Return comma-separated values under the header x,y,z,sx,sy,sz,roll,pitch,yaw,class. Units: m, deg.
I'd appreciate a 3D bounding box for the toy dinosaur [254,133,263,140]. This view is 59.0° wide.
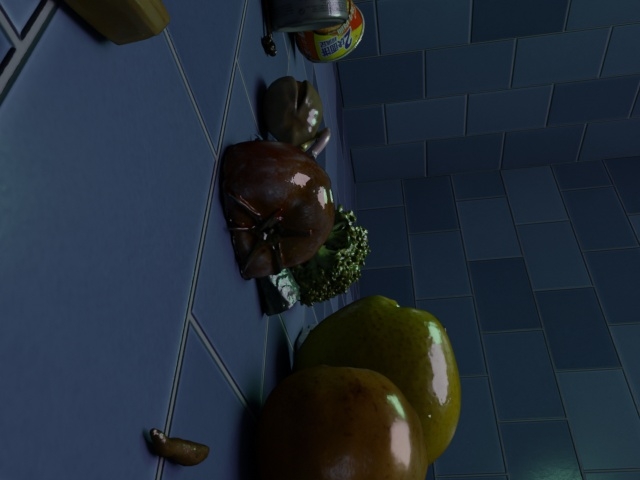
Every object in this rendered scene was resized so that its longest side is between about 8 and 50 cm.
x,y,z,sx,sy,sz,roll,pitch,yaw,class
-0.106,-0.148,0.983,0.047,0.031,0.083,79,9,-51,toy dinosaur

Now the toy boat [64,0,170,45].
x,y,z,sx,sy,sz,roll,pitch,yaw,class
-0.173,-0.216,0.418,0.200,0.057,0.077,43,37,-78,toy boat

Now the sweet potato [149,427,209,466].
x,y,z,sx,sy,sz,roll,pitch,yaw,class
-0.136,0.200,0.540,0.115,0.026,0.026,61,24,-60,sweet potato

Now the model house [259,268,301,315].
x,y,z,sx,sy,sz,roll,pitch,yaw,class
-0.079,0.076,0.981,0.083,0.066,0.079,64,24,-15,model house

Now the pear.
x,y,z,sx,sy,sz,roll,pitch,yaw,class
0.088,0.303,1.059,0.191,0.340,0.386,-5,112,-77,pear

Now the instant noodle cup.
x,y,z,sx,sy,sz,roll,pitch,yaw,class
0.001,-0.626,1.558,0.174,0.213,0.213,39,45,-68,instant noodle cup

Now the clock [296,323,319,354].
x,y,z,sx,sy,sz,roll,pitch,yaw,class
-0.007,0.268,1.284,0.176,0.080,0.117,-56,141,-81,clock

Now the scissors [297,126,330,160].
x,y,z,sx,sy,sz,roll,pitch,yaw,class
-0.029,-0.147,1.079,0.024,0.160,0.317,42,8,-20,scissors

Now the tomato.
x,y,z,sx,sy,sz,roll,pitch,yaw,class
-0.055,-0.053,0.873,0.180,0.155,0.214,-92,172,-53,tomato

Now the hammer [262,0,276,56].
x,y,z,sx,sy,sz,roll,pitch,yaw,class
-0.113,-0.485,1.204,0.065,0.021,0.178,31,54,-80,hammer

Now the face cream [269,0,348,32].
x,y,z,sx,sy,sz,roll,pitch,yaw,class
-0.032,-0.555,1.265,0.177,0.177,0.153,-66,150,-75,face cream

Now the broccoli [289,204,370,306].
x,y,z,sx,sy,sz,roll,pitch,yaw,class
0.015,0.008,1.233,0.242,0.180,0.273,-83,165,-55,broccoli

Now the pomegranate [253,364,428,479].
x,y,z,sx,sy,sz,roll,pitch,yaw,class
0.030,0.319,0.846,0.264,0.264,0.264,-5,90,-83,pomegranate

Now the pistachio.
x,y,z,sx,sy,sz,roll,pitch,yaw,class
-0.058,-0.259,1.122,0.185,0.124,0.124,-94,175,-53,pistachio
